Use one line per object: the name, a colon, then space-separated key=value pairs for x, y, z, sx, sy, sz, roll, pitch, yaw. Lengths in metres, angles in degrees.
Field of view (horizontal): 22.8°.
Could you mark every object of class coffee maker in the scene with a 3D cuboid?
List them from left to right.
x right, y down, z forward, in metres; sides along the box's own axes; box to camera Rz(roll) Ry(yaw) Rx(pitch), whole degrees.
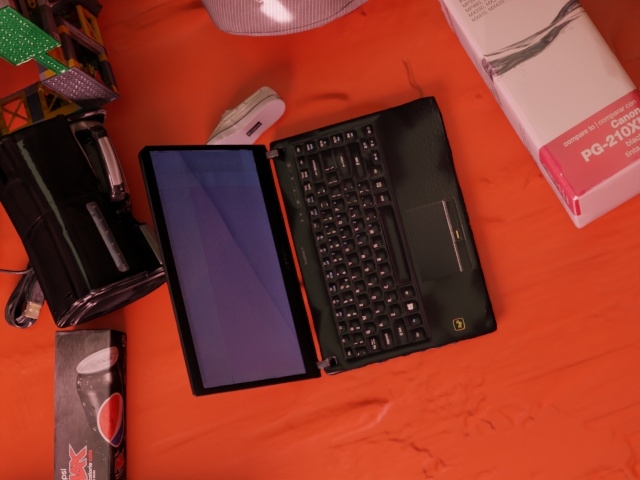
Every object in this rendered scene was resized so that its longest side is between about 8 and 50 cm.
coffee maker: x=-0.244 y=-0.012 z=1.483 sx=0.171 sy=0.120 sz=0.178 roll=-24 pitch=79 yaw=-10

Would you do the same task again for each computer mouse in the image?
computer mouse: x=-0.355 y=0.023 z=1.552 sx=0.193 sy=0.042 sz=0.106 roll=9 pitch=89 yaw=6

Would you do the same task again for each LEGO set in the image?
LEGO set: x=-0.333 y=-0.214 z=1.447 sx=0.255 sy=0.331 sz=0.192 roll=-25 pitch=70 yaw=20

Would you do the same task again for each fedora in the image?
fedora: x=-0.013 y=-0.269 z=1.457 sx=0.275 sy=0.243 sz=0.124 roll=-19 pitch=109 yaw=5

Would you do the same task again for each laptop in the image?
laptop: x=0.000 y=0.000 z=1.437 sx=0.264 sy=0.136 sz=0.234 roll=-15 pitch=80 yaw=9

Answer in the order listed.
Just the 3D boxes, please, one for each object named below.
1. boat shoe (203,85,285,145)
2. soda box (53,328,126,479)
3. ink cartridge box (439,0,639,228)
boat shoe: x=-0.080 y=-0.111 z=1.523 sx=0.100 sy=0.035 sz=0.035 roll=-41 pitch=50 yaw=7
soda box: x=-0.217 y=0.169 z=1.498 sx=0.060 sy=0.053 sz=0.169 roll=-3 pitch=83 yaw=11
ink cartridge box: x=0.204 y=-0.144 z=1.398 sx=0.100 sy=0.172 sz=0.237 roll=-32 pitch=78 yaw=5
